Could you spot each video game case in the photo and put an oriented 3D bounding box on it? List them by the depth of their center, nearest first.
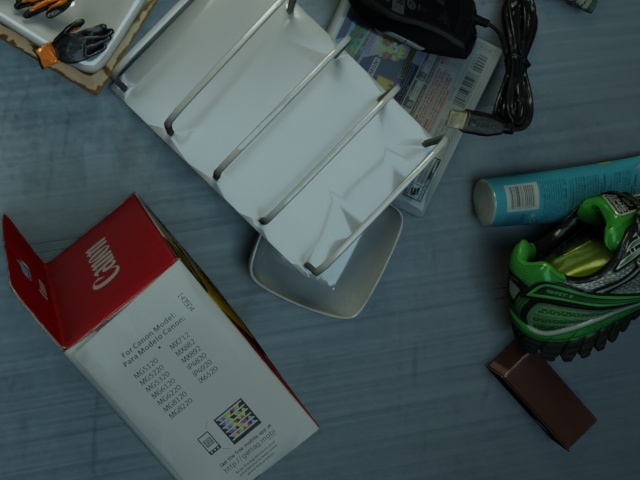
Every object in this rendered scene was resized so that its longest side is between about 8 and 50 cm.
[{"bbox_3d":[0.071,-0.149,1.423,0.183,0.023,0.201,23,97,-19],"label":"video game case"}]

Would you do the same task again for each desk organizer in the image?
[{"bbox_3d":[0.252,0.175,1.533,0.050,0.047,0.130,-44,110,-4],"label":"desk organizer"}]

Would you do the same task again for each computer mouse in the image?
[{"bbox_3d":[0.111,-0.198,1.362,0.262,0.060,0.184,14,69,-34],"label":"computer mouse"}]

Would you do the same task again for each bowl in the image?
[{"bbox_3d":[0.000,0.000,1.421,0.142,0.053,0.142,24,95,-20],"label":"bowl"}]

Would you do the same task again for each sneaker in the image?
[{"bbox_3d":[0.359,0.002,1.452,0.344,0.134,0.146,-28,135,-8],"label":"sneaker"}]

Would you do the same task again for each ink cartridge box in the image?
[{"bbox_3d":[-0.162,0.069,1.258,0.130,0.309,0.272,-39,110,-4],"label":"ink cartridge box"}]

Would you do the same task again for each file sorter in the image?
[{"bbox_3d":[-0.041,-0.124,1.284,0.278,0.173,0.193,44,88,-3],"label":"file sorter"}]

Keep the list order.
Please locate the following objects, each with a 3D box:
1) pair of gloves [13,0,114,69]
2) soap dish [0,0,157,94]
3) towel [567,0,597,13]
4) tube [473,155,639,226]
[{"bbox_3d":[-0.230,-0.200,1.211,0.074,0.010,0.083,-24,109,-8],"label":"pair of gloves"},{"bbox_3d":[-0.232,-0.319,1.251,0.229,0.118,0.290,31,94,-19],"label":"soap dish"},{"bbox_3d":[0.204,-0.433,1.375,0.324,0.056,0.312,20,97,-18],"label":"towel"},{"bbox_3d":[0.272,-0.050,1.487,0.207,0.052,0.080,-5,117,-20],"label":"tube"}]
